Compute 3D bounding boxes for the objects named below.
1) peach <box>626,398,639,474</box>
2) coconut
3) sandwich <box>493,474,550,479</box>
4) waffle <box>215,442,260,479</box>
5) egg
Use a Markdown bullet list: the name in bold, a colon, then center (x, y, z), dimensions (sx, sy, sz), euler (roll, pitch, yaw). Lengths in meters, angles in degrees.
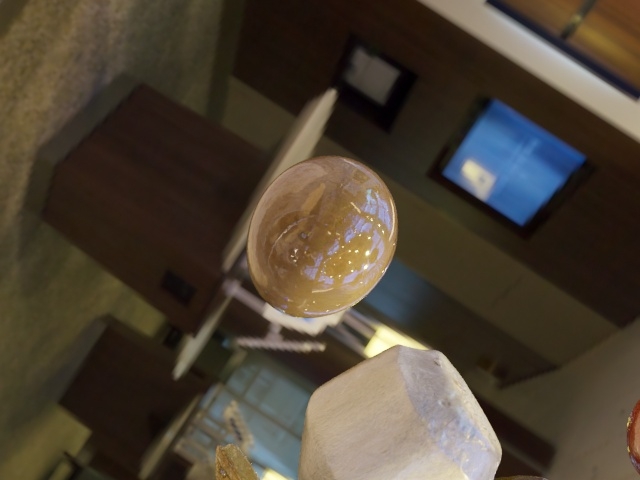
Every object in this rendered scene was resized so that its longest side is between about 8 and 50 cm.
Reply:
- **peach**: center (0.748, 0.393, 2.383), dimensions (0.238, 0.281, 0.281), euler (-9, 154, -22)
- **coconut**: center (0.085, 0.270, 1.502), dimensions (0.266, 0.237, 0.237), euler (-38, -179, 10)
- **sandwich**: center (0.402, 0.569, 2.435), dimensions (0.184, 0.160, 0.109), euler (-5, -151, 33)
- **waffle**: center (-0.158, 0.550, 2.338), dimensions (0.057, 0.168, 0.274), euler (-13, 126, -24)
- **egg**: center (0.000, 0.000, 2.430), dimensions (0.301, 0.301, 0.374), euler (-53, 170, -54)
